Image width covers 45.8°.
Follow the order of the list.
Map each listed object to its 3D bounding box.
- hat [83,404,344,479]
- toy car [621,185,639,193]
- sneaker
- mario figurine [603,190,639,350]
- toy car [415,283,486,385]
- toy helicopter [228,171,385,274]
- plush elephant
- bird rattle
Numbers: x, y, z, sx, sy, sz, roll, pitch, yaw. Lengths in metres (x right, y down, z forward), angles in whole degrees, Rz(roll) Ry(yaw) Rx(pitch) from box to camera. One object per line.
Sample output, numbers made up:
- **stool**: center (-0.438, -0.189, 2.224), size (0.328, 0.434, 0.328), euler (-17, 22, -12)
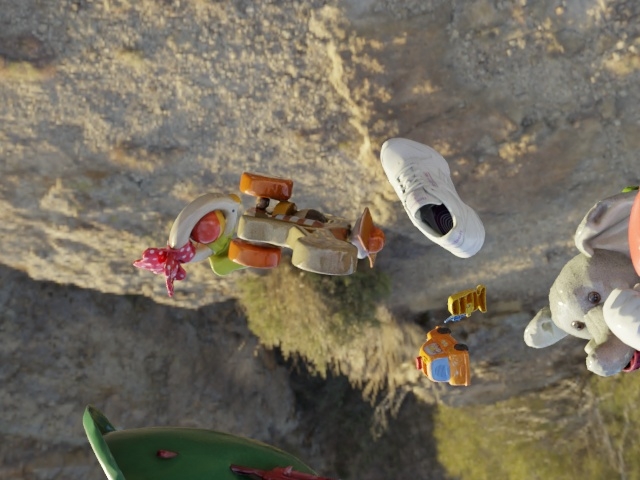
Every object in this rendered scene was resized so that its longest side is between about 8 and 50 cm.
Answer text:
- **hat**: center (-0.013, 0.141, 0.467), size (0.183, 0.208, 0.173), euler (-32, 168, -15)
- **toy car**: center (0.746, -0.159, 1.608), size (0.149, 0.188, 0.155), euler (0, -177, -26)
- **sneaker**: center (0.211, -0.104, 1.513), size (0.114, 0.305, 0.152), euler (-46, 151, 20)
- **mario figurine**: center (0.362, 0.069, 0.590), size (0.198, 0.321, 0.170), euler (-10, 152, -37)
- **toy car**: center (0.100, 0.072, 0.621), size (0.040, 0.060, 0.122), euler (-14, 131, -14)
- **toy helicopter**: center (0.000, 0.000, 1.083), size (0.235, 0.140, 0.355), euler (9, -171, -11)
- **plush elephant**: center (0.398, 0.093, 0.913), size (0.255, 0.330, 0.272), euler (3, 126, -1)
- **bird rattle**: center (-0.260, -0.011, 1.583), size (0.253, 0.143, 0.207), euler (-6, 127, -44)
